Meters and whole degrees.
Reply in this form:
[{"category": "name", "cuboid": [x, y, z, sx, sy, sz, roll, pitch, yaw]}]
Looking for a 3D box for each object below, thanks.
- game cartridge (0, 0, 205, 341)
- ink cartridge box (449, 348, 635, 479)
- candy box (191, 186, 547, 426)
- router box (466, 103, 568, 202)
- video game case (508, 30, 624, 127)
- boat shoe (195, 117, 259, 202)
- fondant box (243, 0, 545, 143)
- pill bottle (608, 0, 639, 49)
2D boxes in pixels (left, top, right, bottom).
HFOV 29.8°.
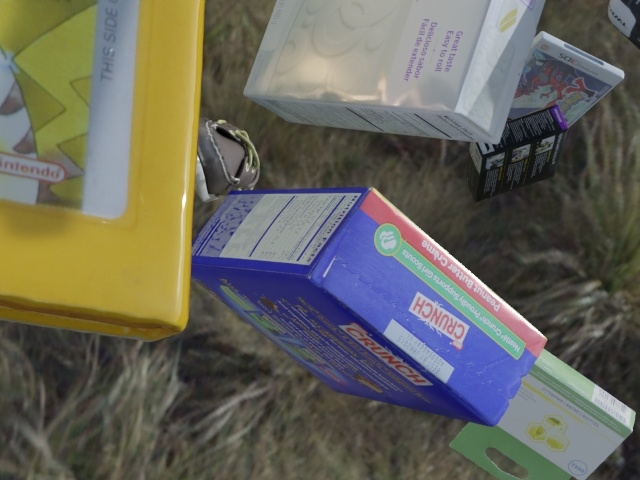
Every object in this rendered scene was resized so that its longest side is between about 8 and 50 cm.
[{"category": "game cartridge", "cuboid": [-0.181, -0.133, 0.528, 0.285, 0.052, 0.324, 12, 71, -30]}, {"category": "ink cartridge box", "cuboid": [0.302, 0.276, 1.684, 0.171, 0.235, 0.056, 34, 32, 1]}, {"category": "candy box", "cuboid": [0.033, 0.064, 1.278, 0.268, 0.317, 0.122, 41, 73, -25]}, {"category": "router box", "cuboid": [0.287, -0.125, 1.773, 0.133, 0.179, 0.046, -18, 70, -3]}, {"category": "video game case", "cuboid": [0.416, -0.278, 2.186, 0.183, 0.201, 0.023, 22, 52, -19]}, {"category": "boat shoe", "cuboid": [-0.136, -0.114, 1.653, 0.096, 0.324, 0.117, -17, 87, -2]}, {"category": "fondant box", "cuboid": [0.086, -0.247, 1.372, 0.096, 0.330, 0.238, 27, 79, -46]}, {"category": "pill bottle", "cuboid": [0.412, -0.250, 1.339, 0.130, 0.130, 0.246, -33, 71, -30]}]
